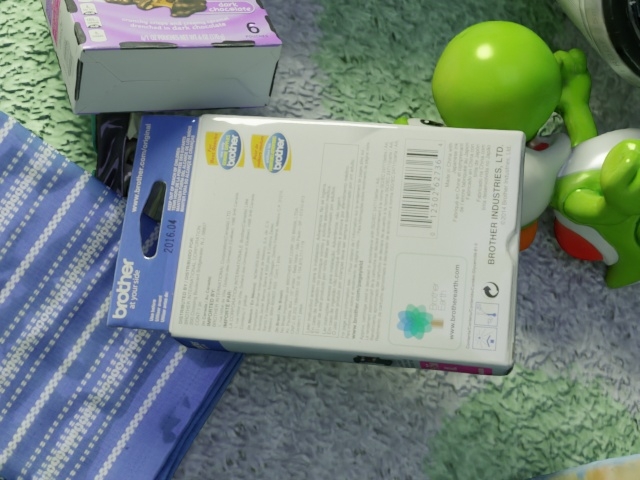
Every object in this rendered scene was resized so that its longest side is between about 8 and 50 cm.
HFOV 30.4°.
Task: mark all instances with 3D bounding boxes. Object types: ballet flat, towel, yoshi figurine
[{"bbox_3d":[-0.166,-0.065,1.005,0.074,0.074,0.203,6,80,-9],"label":"ballet flat"},{"bbox_3d":[-0.227,0.059,0.922,0.336,0.040,0.243,36,76,-16],"label":"towel"},{"bbox_3d":[0.239,-0.087,1.021,0.362,0.203,0.203,11,74,-1],"label":"yoshi figurine"}]

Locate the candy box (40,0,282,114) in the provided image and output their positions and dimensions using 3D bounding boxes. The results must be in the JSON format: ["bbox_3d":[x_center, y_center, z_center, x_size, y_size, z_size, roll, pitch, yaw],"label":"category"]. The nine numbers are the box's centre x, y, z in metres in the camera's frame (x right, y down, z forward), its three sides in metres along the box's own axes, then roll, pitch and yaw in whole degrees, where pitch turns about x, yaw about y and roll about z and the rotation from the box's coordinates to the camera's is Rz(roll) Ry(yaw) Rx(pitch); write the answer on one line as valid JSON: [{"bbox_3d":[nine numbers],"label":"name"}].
[{"bbox_3d":[-0.143,-0.196,0.991,0.164,0.070,0.196,-6,48,-23],"label":"candy box"}]

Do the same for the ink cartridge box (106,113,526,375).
[{"bbox_3d":[0.000,0.000,0.926,0.311,0.065,0.186,5,76,6],"label":"ink cartridge box"}]

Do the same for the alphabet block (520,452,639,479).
[{"bbox_3d":[0.289,0.265,0.937,0.193,0.192,0.197,-9,75,-11],"label":"alphabet block"}]

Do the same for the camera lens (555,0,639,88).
[{"bbox_3d":[0.302,-0.262,1.011,0.219,0.219,0.274,-3,30,-5],"label":"camera lens"}]
